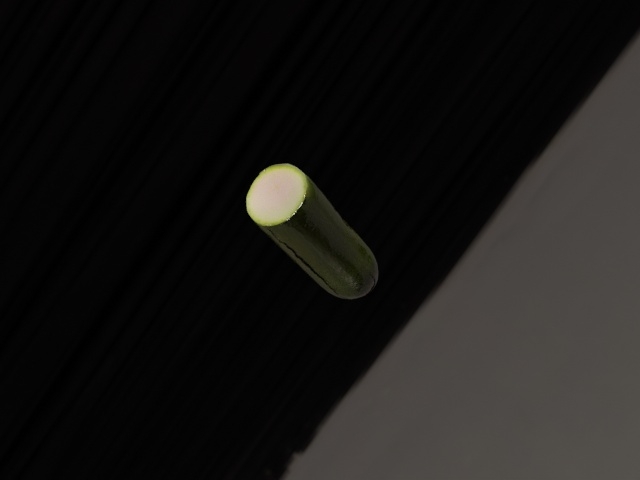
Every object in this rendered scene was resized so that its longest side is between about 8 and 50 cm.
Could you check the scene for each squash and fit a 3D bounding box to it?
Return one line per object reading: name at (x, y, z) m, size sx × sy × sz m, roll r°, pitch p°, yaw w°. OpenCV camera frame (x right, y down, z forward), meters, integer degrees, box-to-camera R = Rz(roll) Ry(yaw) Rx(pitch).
squash at (0.000, 0.000, 0.540) m, size 0.027 × 0.027 × 0.083 m, roll 44°, pitch -2°, yaw 35°
